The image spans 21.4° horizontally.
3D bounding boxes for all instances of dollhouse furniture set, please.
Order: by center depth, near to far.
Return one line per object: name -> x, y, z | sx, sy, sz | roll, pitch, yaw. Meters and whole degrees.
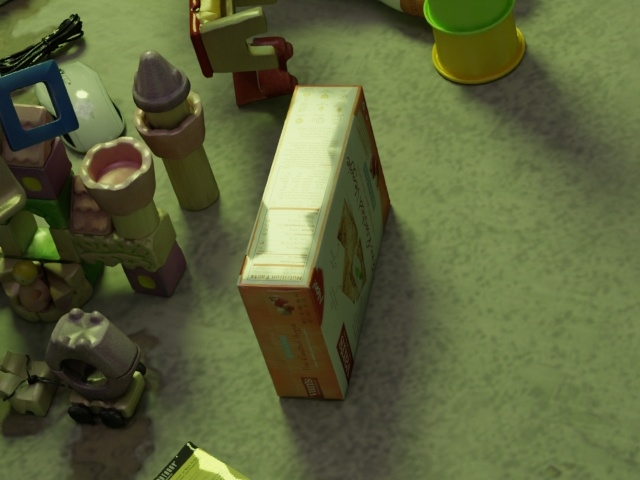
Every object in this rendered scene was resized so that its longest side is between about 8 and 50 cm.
dollhouse furniture set -> -0.114, -0.284, 1.731 | 0.152, 0.201, 0.374 | -9, 54, 8

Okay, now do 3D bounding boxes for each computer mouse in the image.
computer mouse -> -0.262, -0.163, 1.760 | 0.106, 0.042, 0.193 | -30, 48, -12

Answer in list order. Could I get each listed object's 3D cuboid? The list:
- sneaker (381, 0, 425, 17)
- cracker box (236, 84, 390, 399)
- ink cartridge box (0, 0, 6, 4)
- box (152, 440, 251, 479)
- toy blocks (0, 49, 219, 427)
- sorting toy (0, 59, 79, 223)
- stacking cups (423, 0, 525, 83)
sneaker -> 0.179, -0.332, 1.755 | 0.290, 0.106, 0.123 | -46, 55, -10
cracker box -> 0.000, 0.000, 1.465 | 0.067, 0.156, 0.232 | 2, 51, 16
ink cartridge box -> -0.428, -0.303, 1.910 | 0.175, 0.072, 0.127 | -32, 48, -13
box -> -0.042, 0.250, 1.321 | 0.232, 0.058, 0.087 | 25, 60, 33
toy blocks -> -0.273, -0.045, 1.509 | 0.288, 0.260, 0.309 | 5, 51, 18
sorting toy -> -0.364, -0.060, 1.367 | 0.347, 0.196, 0.047 | -38, 13, -22
stacking cups -> 0.132, -0.289, 1.576 | 0.096, 0.316, 0.096 | -6, 49, 7
